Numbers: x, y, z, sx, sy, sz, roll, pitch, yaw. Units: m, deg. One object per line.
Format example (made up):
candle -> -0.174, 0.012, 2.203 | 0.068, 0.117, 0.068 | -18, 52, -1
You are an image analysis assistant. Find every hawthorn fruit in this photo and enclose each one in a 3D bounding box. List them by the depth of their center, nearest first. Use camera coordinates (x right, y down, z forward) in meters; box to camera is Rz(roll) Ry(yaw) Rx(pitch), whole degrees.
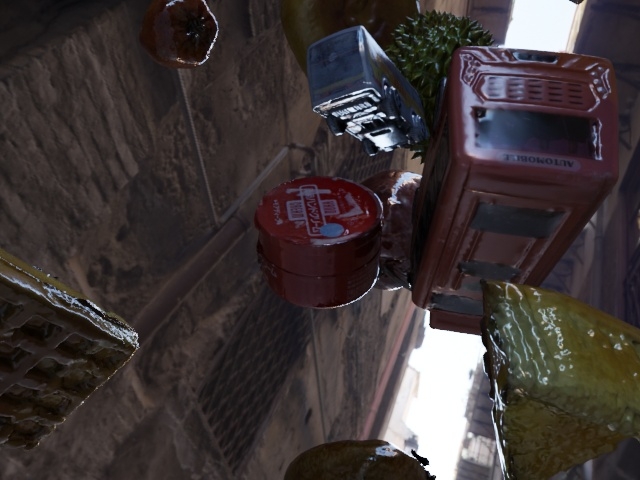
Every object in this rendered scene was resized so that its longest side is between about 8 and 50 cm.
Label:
hawthorn fruit -> -0.315, -0.438, 1.085 | 0.203, 0.163, 0.163 | 11, -40, 47

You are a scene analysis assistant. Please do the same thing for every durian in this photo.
durian -> 0.194, -0.230, 0.815 | 0.200, 0.177, 0.237 | -5, -45, 27

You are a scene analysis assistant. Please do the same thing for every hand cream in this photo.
hand cream -> 0.000, 0.000, 0.914 | 0.230, 0.230, 0.150 | 12, -49, 19

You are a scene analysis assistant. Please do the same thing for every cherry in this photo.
cherry -> 0.191, -0.028, 1.423 | 0.291, 0.335, 0.327 | 10, -62, 19

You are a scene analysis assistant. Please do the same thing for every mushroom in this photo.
mushroom -> 0.084, 0.471, 0.939 | 0.282, 0.195, 0.264 | -8, -58, -14

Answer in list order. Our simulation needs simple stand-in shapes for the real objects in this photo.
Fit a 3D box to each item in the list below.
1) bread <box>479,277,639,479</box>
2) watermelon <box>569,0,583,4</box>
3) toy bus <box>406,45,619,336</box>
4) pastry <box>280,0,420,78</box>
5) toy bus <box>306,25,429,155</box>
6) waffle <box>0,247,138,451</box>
bread -> 0.172, 0.128, 0.440 | 0.169, 0.140, 0.160 | 23, -51, -13
watermelon -> 0.441, -0.458, 0.885 | 0.092, 0.072, 0.085 | 13, -47, 2
toy bus -> 0.240, -0.043, 0.729 | 0.202, 0.233, 0.427 | 8, -30, 7
pastry -> 0.069, -0.474, 1.119 | 0.356, 0.356, 0.163 | 53, -19, -26
toy bus -> 0.052, -0.130, 0.478 | 0.064, 0.075, 0.190 | -11, -9, 24
waffle -> -0.389, 0.122, 0.595 | 0.098, 0.224, 0.328 | 46, -6, 38
